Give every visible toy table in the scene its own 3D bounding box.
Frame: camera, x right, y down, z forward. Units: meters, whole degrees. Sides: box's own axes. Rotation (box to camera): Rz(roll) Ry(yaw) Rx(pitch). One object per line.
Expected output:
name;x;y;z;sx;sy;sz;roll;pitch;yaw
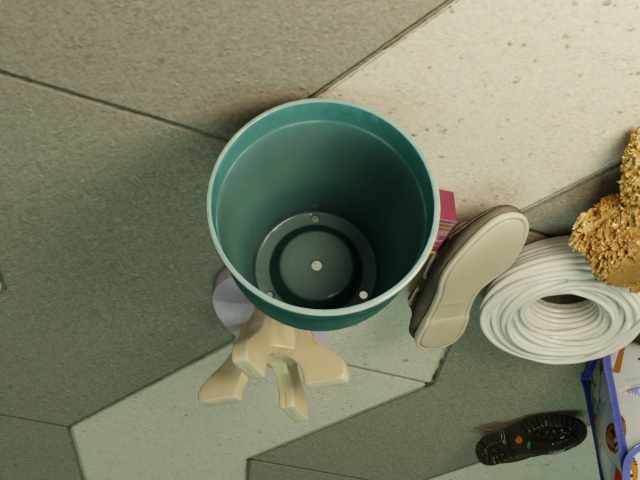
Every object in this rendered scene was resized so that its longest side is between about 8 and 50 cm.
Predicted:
toy table;-0.078;0.172;1.554;0.252;0.161;0.274;-20;142;27

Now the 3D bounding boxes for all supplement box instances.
supplement box;0.155;-0.027;1.354;0.043;0.055;0.083;9;145;-14

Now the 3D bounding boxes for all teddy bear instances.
teddy bear;0.482;-0.073;1.262;0.245;0.113;0.338;4;138;-18

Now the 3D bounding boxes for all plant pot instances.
plant pot;0.000;0.000;1.232;0.271;0.272;0.255;1;159;-1

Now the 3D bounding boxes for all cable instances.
cable;0.375;0.093;1.485;0.257;0.089;0.257;9;141;-2

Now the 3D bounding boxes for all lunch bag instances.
lunch bag;0.634;0.348;1.606;0.327;0.386;0.239;-3;146;6

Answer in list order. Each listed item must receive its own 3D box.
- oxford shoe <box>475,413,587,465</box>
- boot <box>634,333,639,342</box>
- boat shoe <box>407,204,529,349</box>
oxford shoe;0.436;0.404;1.974;0.227;0.083;0.096;-17;161;23
boot;0.547;0.113;1.524;0.106;0.082;0.219;15;151;-16
boat shoe;0.199;0.040;1.429;0.112;0.095;0.335;-4;144;-21
